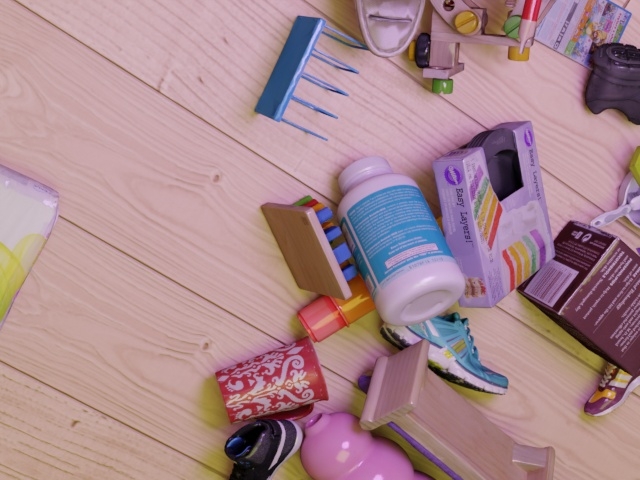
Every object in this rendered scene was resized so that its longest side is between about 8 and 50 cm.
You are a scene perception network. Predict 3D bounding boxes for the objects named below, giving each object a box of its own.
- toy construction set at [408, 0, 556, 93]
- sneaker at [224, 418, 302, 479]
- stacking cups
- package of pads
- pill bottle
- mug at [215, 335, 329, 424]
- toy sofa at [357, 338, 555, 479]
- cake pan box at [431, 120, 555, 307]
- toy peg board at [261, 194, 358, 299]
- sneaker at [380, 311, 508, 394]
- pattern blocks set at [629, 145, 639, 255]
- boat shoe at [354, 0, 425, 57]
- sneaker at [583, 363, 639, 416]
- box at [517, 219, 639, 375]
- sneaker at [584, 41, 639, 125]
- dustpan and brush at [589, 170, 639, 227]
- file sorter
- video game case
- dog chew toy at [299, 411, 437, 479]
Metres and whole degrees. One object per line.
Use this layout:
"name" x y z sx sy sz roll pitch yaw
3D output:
"toy construction set" 0.262 -0.332 1.695 0.257 0.309 0.237 8 105 -9
"sneaker" -0.133 0.382 1.811 0.121 0.079 0.217 22 104 -50
"stacking cups" 0.105 0.063 1.843 0.316 0.096 0.096 -30 108 -2
"package of pads" -0.550 0.016 1.633 0.229 0.101 0.296 26 95 -19
"pill bottle" 0.117 -0.006 1.738 0.146 0.146 0.264 -17 62 -11
"mug" -0.078 0.256 1.815 0.169 0.113 0.150 -17 104 -8
"toy sofa" 0.221 0.349 1.854 0.362 0.150 0.177 41 130 -20
"cake pan box" 0.293 -0.053 1.806 0.246 0.070 0.267 -29 111 -49
"toy peg board" 0.000 0.000 1.762 0.079 0.160 0.161 -33 109 -23
"sneaker" 0.234 0.184 1.894 0.275 0.107 0.110 36 77 -22
"pattern blocks set" 0.659 -0.075 1.939 0.285 0.026 0.325 40 68 -18
"boat shoe" 0.095 -0.430 1.688 0.113 0.103 0.302 -2 89 -10
"sneaker" 0.550 0.248 2.015 0.185 0.069 0.084 -38 100 -11
"box" 0.495 0.098 1.907 0.203 0.168 0.167 38 90 -20
"sneaker" 0.595 -0.260 1.890 0.286 0.109 0.130 10 129 -6
"dustpan and brush" 0.566 -0.067 1.948 0.211 0.060 0.147 -20 106 -11
"file sorter" -0.011 -0.255 1.718 0.104 0.118 0.170 24 95 -22
"video game case" 0.447 -0.375 1.873 0.166 0.015 0.119 23 94 -19
"dog chew toy" 0.088 0.432 1.860 0.206 0.206 0.332 -39 100 -5
